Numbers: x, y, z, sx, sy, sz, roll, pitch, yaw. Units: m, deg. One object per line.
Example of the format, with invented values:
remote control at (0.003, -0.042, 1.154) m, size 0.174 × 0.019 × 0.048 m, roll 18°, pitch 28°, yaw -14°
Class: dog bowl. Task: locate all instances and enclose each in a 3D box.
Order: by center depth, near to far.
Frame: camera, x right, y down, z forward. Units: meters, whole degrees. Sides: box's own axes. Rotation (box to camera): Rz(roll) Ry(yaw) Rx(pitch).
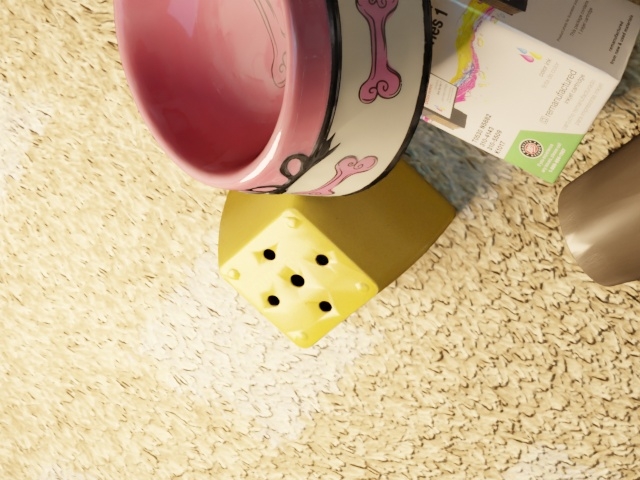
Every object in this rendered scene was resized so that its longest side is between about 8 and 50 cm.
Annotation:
dog bowl at (-0.070, -0.231, 1.728) m, size 0.408 × 0.150 × 0.408 m, roll 25°, pitch 123°, yaw 48°

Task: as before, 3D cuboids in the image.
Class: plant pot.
plant pot at (0.000, 0.000, 1.958) m, size 0.212 × 0.187 × 0.212 m, roll 43°, pitch 125°, yaw -11°

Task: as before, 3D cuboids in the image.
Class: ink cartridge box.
ink cartridge box at (0.175, -0.211, 1.773) m, size 0.278 × 0.117 × 0.201 m, roll 26°, pitch 146°, yaw 2°

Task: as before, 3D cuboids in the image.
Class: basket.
basket at (0.388, -0.048, 1.821) m, size 0.227 × 0.154 × 0.204 m, roll -26°, pitch 108°, yaw 34°
